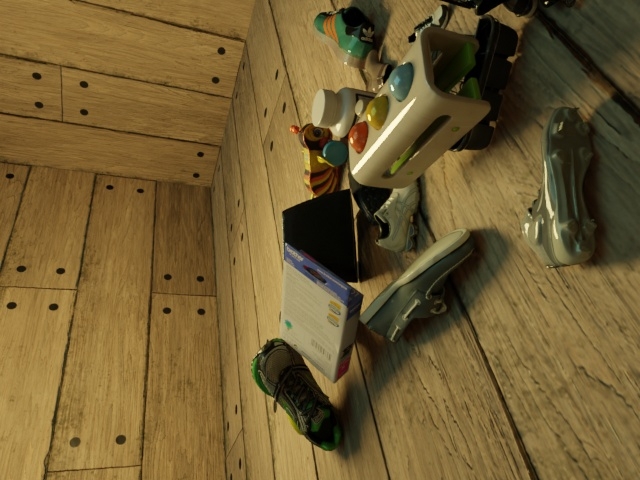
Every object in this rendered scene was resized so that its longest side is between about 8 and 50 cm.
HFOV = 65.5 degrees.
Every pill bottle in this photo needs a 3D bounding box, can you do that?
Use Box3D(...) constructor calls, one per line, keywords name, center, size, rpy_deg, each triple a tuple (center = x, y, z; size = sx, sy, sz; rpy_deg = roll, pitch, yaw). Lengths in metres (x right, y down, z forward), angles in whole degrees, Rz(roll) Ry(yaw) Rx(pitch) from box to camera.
Box3D(name="pill bottle", center=(0.084, -0.275, 1.092), size=(0.108, 0.193, 0.108), rpy_deg=(-174, 90, -69))

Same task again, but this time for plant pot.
Box3D(name="plant pot", center=(0.000, 0.000, 1.186), size=(0.188, 0.167, 0.187), rpy_deg=(71, -165, -74))

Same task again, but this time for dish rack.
Box3D(name="dish rack", center=(0.228, -0.274, 0.887), size=(0.271, 0.074, 0.208), rpy_deg=(-134, 53, -64))

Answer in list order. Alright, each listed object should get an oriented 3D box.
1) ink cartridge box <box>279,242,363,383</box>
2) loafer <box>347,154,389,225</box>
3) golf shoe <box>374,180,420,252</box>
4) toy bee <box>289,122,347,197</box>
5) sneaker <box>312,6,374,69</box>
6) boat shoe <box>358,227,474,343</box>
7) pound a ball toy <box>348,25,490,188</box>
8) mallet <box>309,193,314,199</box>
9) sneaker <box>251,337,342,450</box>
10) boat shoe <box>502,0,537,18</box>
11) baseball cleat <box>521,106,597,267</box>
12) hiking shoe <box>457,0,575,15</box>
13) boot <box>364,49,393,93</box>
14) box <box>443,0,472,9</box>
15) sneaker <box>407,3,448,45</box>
Box3D(name="ink cartridge box", center=(-0.004, 0.153, 1.083), size=(0.186, 0.065, 0.311), rpy_deg=(34, 140, 29))
Box3D(name="loafer", center=(0.111, -0.118, 1.168), size=(0.078, 0.076, 0.223), rpy_deg=(95, 165, -52))
Box3D(name="golf shoe", center=(0.153, -0.065, 1.017), size=(0.069, 0.086, 0.176), rpy_deg=(158, 117, -69))
Box3D(name="toy bee", center=(-0.014, -0.263, 1.394), size=(0.195, 0.162, 0.298), rpy_deg=(163, 110, -69))
Box3D(name="sneaker", center=(0.070, -0.573, 1.336), size=(0.302, 0.108, 0.121), rpy_deg=(61, 140, 43))
Box3D(name="boat shoe", center=(0.189, 0.093, 0.917), size=(0.099, 0.116, 0.319), rpy_deg=(45, 135, 6))
Box3D(name="pound a ball toy", center=(0.129, -0.233, 0.854), size=(0.319, 0.135, 0.208), rpy_deg=(136, 136, -62))
Box3D(name="mallet", center=(-0.026, -0.156, 1.579), size=(0.062, 0.039, 0.190), rpy_deg=(41, 119, 61))
Box3D(name="sneaker", center=(-0.043, 0.379, 1.229), size=(0.146, 0.134, 0.343), rpy_deg=(12, 139, 58))
Box3D(name="boat shoe", center=(0.298, -0.396, 0.781), size=(0.046, 0.038, 0.125), rpy_deg=(125, 144, -52))
Box3D(name="baseball cleat", center=(0.301, -0.067, 0.653), size=(0.109, 0.072, 0.206), rpy_deg=(144, 132, -71))
Box3D(name="hiking shoe", center=(0.214, -0.402, 0.727), size=(0.304, 0.113, 0.132), rpy_deg=(11, 96, 34))
Box3D(name="boot", center=(0.143, -0.410, 1.196), size=(0.087, 0.042, 0.118), rpy_deg=(7, 93, 63))
Box3D(name="box", center=(0.221, -0.518, 0.859), size=(0.077, 0.147, 0.180), rpy_deg=(-112, 33, -51))
Box3D(name="sneaker", center=(0.216, -0.426, 0.998), size=(0.109, 0.043, 0.040), rpy_deg=(131, 141, -54))
